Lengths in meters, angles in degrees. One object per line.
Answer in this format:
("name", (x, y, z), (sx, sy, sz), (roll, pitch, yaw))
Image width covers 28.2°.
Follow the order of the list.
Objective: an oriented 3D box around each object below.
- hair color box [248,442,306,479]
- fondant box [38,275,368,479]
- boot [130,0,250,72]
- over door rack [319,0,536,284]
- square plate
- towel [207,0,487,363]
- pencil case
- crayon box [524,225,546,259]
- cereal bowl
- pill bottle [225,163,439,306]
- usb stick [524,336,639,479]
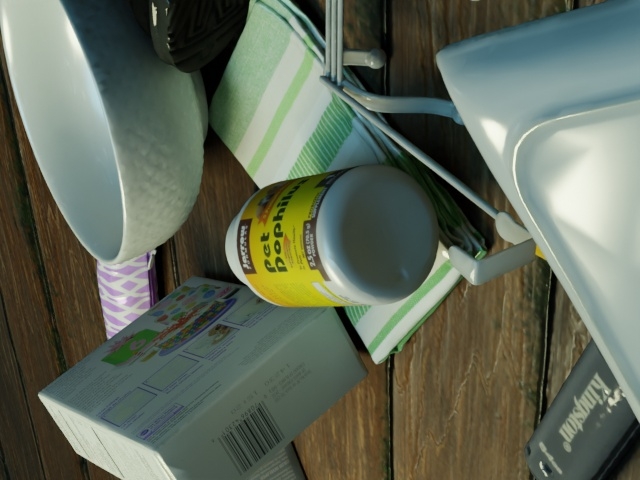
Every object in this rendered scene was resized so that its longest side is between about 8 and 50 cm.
("hair color box", (-0.103, 0.332, 1.619), (0.185, 0.113, 0.374), (0, 114, 56))
("fondant box", (-0.136, 0.155, 1.379), (0.330, 0.238, 0.096), (9, 132, 58))
("boot", (-0.183, -0.339, 1.138), (0.260, 0.131, 0.348), (34, 146, 26))
("over door rack", (0.091, -0.157, 0.914), (0.324, 0.108, 0.240), (-121, 24, -50))
("square plate", (0.256, 0.015, 0.672), (0.347, 0.049, 0.344), (-8, 121, 49))
("towel", (0.008, -0.058, 1.215), (0.325, 0.038, 0.248), (54, 149, 14))
("pencil case", (-0.240, 0.058, 1.641), (0.088, 0.086, 0.206), (16, 134, 16))
("crayon box", (0.262, -0.019, 0.820), (0.278, 0.081, 0.165), (33, 139, 40))
("cereal bowl", (-0.215, -0.154, 1.346), (0.339, 0.141, 0.339), (48, 149, 41))
("pill bottle", (0.000, 0.000, 1.120), (0.215, 0.117, 0.117), (-7, 108, 59))
("usb stick", (0.230, 0.126, 1.019), (0.077, 0.045, 0.278), (47, 147, 23))
